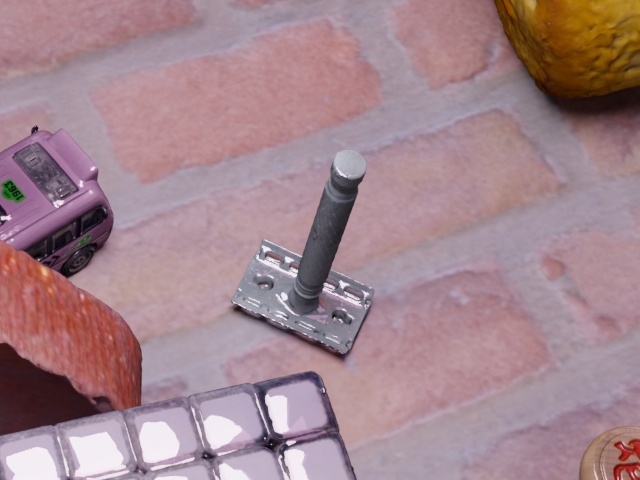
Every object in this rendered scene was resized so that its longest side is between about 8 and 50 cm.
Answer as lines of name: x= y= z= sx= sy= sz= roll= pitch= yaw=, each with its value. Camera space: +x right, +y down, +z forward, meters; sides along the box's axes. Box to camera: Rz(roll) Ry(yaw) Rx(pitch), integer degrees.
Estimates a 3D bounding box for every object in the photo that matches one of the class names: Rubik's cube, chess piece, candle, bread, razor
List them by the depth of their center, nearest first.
Rubik's cube: x=-0.093 y=0.255 z=1.183 sx=0.236 sy=0.237 sz=0.238 roll=-12 pitch=62 yaw=-17
candle: x=-0.280 y=0.084 z=1.224 sx=0.316 sy=0.287 sz=0.131 roll=-1 pitch=55 yaw=-9
razor: x=0.000 y=0.000 z=1.354 sx=0.106 sy=0.232 sz=0.068 roll=24 pitch=61 yaw=4
chess piece: x=0.247 y=0.189 z=1.407 sx=0.083 sy=0.038 sz=0.084 roll=6 pitch=57 yaw=-9
bread: x=0.231 y=-0.285 z=1.537 sx=0.204 sy=0.337 sz=0.358 roll=-23 pitch=63 yaw=3

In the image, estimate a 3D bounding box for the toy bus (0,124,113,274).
toy bus: x=-0.259 y=-0.004 z=1.375 sx=0.199 sy=0.108 sz=0.096 roll=-35 pitch=72 yaw=-27
